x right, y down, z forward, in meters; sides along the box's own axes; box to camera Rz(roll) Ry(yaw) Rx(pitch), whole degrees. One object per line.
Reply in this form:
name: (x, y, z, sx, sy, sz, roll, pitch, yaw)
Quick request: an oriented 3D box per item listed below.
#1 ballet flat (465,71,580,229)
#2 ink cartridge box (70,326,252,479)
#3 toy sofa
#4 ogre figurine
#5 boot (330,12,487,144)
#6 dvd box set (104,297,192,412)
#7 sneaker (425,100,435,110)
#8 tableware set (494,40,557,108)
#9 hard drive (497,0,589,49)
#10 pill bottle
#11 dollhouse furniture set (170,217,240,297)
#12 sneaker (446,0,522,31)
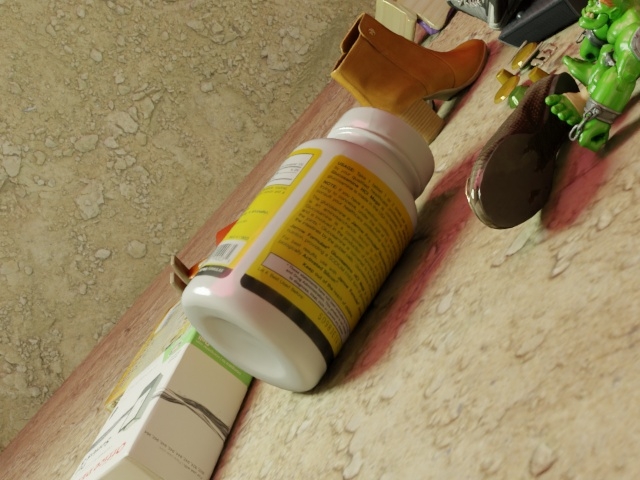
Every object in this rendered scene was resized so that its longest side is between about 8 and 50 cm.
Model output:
ballet flat: (0.199, -0.091, 0.824, 0.058, 0.084, 0.250, -14, 29, 43)
ink cartridge box: (-0.217, 0.265, 1.118, 0.198, 0.115, 0.272, -41, 14, 31)
toy sofa: (0.306, -0.643, 2.079, 0.362, 0.177, 0.150, -52, -12, -16)
ogre figurine: (0.287, -0.182, 0.799, 0.197, 0.097, 0.118, -40, -16, -45)
boot: (0.149, -0.306, 1.361, 0.104, 0.211, 0.295, -32, 21, 52)
dvd box set: (-0.257, 0.173, 1.673, 0.420, 0.062, 0.307, -38, 16, 41)
sneaker: (0.117, -0.198, 1.409, 0.084, 0.097, 0.234, -33, 20, 51)
tableware set: (0.275, -0.223, 1.123, 0.104, 0.024, 0.154, -50, 13, 10)
hard drive: (0.376, -0.393, 1.206, 0.254, 0.054, 0.172, -54, 14, -22)
pill bottle: (0.000, 0.000, 1.001, 0.334, 0.188, 0.188, -54, 13, -25)
dollhouse furniture set: (-0.142, 0.020, 1.419, 0.262, 0.135, 0.259, -32, 25, 6)
sneaker: (0.243, -0.382, 1.287, 0.086, 0.132, 0.229, -65, -16, 8)
